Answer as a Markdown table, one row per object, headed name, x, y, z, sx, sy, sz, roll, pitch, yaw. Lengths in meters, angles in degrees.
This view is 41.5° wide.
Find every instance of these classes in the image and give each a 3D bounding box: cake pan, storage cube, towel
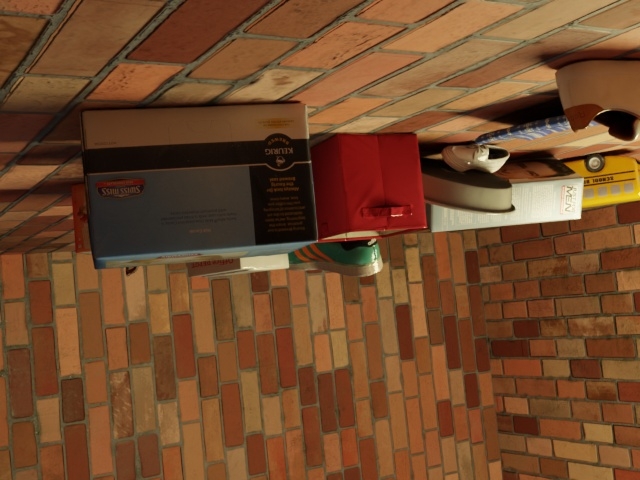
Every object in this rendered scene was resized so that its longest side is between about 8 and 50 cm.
| name | x | y | z | sx | sy | sz | roll | pitch | yaw |
| --- | --- | --- | --- | --- | --- | --- | --- | --- | --- |
| cake pan | 0.284 | -0.124 | 1.831 | 0.293 | 0.054 | 0.293 | 11 | -164 | -3 |
| storage cube | 0.081 | -0.103 | 1.699 | 0.183 | 0.193 | 0.215 | -4 | 176 | -25 |
| towel | 0.483 | -0.215 | 1.530 | 0.336 | 0.040 | 0.243 | -9 | -177 | 38 |

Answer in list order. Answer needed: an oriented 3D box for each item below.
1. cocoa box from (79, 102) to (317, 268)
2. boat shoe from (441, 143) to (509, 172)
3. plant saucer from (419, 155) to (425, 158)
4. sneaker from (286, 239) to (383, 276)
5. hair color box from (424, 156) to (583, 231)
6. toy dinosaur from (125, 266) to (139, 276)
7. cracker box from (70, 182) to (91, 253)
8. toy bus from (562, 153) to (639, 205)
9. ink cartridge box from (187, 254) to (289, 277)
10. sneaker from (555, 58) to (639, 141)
| name | x | y | z | sx | sy | sz | roll | pitch | yaw |
| --- | --- | --- | --- | --- | --- | --- | --- | --- | --- |
| cocoa box | -0.202 | -0.081 | 1.368 | 0.347 | 0.228 | 0.231 | -5 | 176 | -15 |
| boat shoe | 0.343 | -0.187 | 1.846 | 0.184 | 0.066 | 0.063 | 8 | 144 | -36 |
| plant saucer | 0.206 | -0.185 | 1.969 | 0.083 | 0.013 | 0.083 | -6 | 177 | 0 |
| sneaker | 0.000 | 0.000 | 1.912 | 0.302 | 0.121 | 0.108 | 5 | -152 | 31 |
| hair color box | 0.432 | -0.117 | 2.083 | 0.374 | 0.114 | 0.185 | -5 | -157 | -7 |
| toy dinosaur | -0.258 | -0.068 | 1.593 | 0.295 | 0.127 | 0.200 | -25 | 162 | -22 |
| cracker box | -0.430 | -0.058 | 1.876 | 0.232 | 0.156 | 0.067 | -7 | 175 | 7 |
| toy bus | 0.684 | -0.152 | 2.250 | 0.332 | 0.130 | 0.108 | -8 | 175 | 31 |
| ink cartridge box | -0.193 | -0.040 | 1.898 | 0.171 | 0.233 | 0.168 | -9 | 175 | 39 |
| sneaker | 0.497 | -0.211 | 1.289 | 0.290 | 0.123 | 0.106 | -6 | 174 | -12 |
